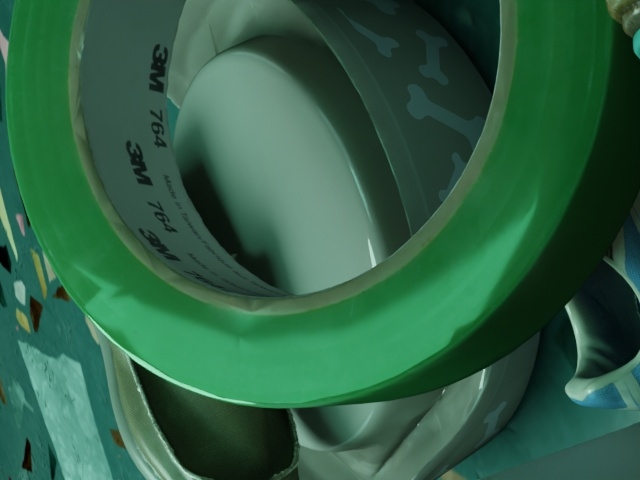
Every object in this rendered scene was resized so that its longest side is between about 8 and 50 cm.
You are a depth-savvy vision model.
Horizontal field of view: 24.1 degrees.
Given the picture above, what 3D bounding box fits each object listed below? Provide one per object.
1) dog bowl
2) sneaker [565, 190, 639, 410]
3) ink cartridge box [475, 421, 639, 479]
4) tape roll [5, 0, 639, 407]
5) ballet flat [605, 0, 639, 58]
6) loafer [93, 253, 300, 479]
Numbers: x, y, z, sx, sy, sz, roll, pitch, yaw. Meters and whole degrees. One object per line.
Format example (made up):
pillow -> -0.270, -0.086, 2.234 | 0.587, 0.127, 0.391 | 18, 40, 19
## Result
dog bowl -> 0.000, 0.000, 0.919 | 0.349, 0.102, 0.349 | 33, 130, 50
sneaker -> 0.129, -0.035, 0.707 | 0.085, 0.086, 0.237 | -15, 89, 61
ink cartridge box -> 0.113, 0.260, 0.747 | 0.121, 0.211, 0.289 | 33, 129, 51
tape roll -> -0.003, -0.083, 0.708 | 0.321, 0.077, 0.321 | -3, 84, 30
ballet flat -> 0.211, -0.147, 0.454 | 0.342, 0.116, 0.124 | 162, 111, -63
loafer -> -0.085, 0.054, 0.891 | 0.251, 0.094, 0.087 | 59, 151, 25
